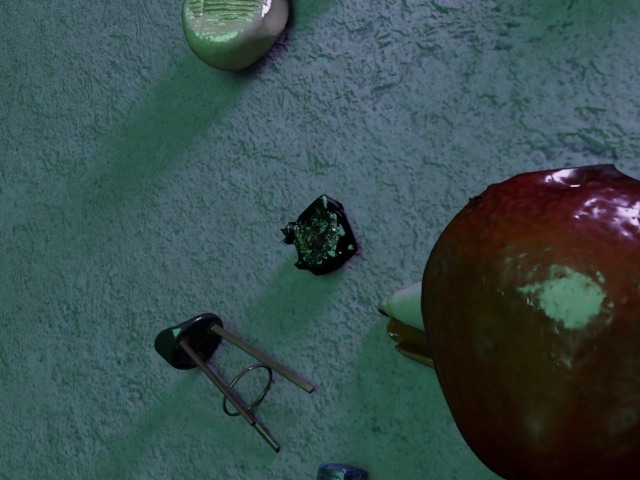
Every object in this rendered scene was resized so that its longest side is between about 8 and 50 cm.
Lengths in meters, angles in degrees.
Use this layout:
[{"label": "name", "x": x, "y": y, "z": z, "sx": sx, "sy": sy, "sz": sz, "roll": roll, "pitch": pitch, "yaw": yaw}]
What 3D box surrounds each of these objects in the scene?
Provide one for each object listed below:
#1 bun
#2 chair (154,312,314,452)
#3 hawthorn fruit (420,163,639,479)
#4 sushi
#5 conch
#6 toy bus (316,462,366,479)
[{"label": "bun", "x": -0.129, "y": -0.349, "z": 1.139, "sx": 0.164, "sy": 0.111, "sz": 0.188, "roll": -2, "pitch": 70, "yaw": 15}, {"label": "chair", "x": -0.118, "y": 0.171, "z": 0.967, "sx": 0.221, "sy": 0.104, "sz": 0.095, "roll": 31, "pitch": 66, "yaw": 32}, {"label": "hawthorn fruit", "x": 0.241, "y": 0.083, "z": 0.645, "sx": 0.295, "sy": 0.295, "sz": 0.311, "roll": -16, "pitch": 93, "yaw": 28}, {"label": "sushi", "x": 0.000, "y": 0.000, "z": 0.967, "sx": 0.085, "sy": 0.056, "sz": 0.083, "roll": -35, "pitch": 66, "yaw": 18}, {"label": "conch", "x": 0.127, "y": 0.089, "z": 0.831, "sx": 0.176, "sy": 0.094, "sz": 0.104, "roll": -11, "pitch": 105, "yaw": 34}, {"label": "toy bus", "x": 0.011, "y": 0.341, "z": 0.836, "sx": 0.047, "sy": 0.065, "sz": 0.166, "roll": 3, "pitch": 74, "yaw": 33}]
